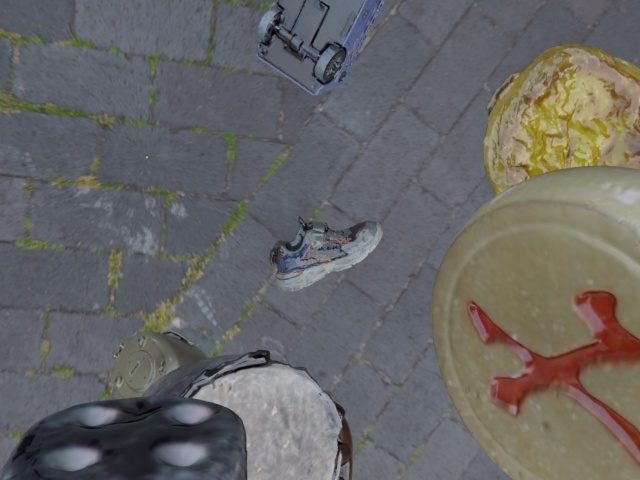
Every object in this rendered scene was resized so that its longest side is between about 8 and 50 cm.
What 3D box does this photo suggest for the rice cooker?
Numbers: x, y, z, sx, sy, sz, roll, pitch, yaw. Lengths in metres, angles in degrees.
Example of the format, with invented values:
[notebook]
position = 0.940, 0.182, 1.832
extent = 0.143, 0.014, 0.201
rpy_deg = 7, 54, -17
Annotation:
[rice cooker]
position = -0.256, 0.226, 1.178
extent = 0.127, 0.206, 0.145
rpy_deg = 34, 85, -45

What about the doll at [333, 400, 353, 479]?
[doll]
position = -0.032, 0.454, 1.280
extent = 0.209, 0.318, 0.339
rpy_deg = 5, 65, -20

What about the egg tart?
[egg tart]
position = 0.400, -0.142, 1.151
extent = 0.342, 0.129, 0.340
rpy_deg = 0, 91, -13

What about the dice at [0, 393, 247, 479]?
[dice]
position = -0.147, 0.235, 0.571
extent = 0.183, 0.183, 0.181
rpy_deg = -2, 100, -6

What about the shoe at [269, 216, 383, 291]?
[shoe]
position = 0.000, 0.000, 1.350
extent = 0.228, 0.099, 0.125
rpy_deg = -28, 102, 0

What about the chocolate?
[chocolate]
position = -0.143, 0.288, 1.009
extent = 0.303, 0.213, 0.303
rpy_deg = -3, 96, -33

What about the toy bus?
[toy bus]
position = 0.032, -0.354, 0.981
extent = 0.126, 0.133, 0.292
rpy_deg = 36, 118, 14

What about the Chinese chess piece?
[Chinese chess piece]
position = 0.263, 0.096, 0.683
extent = 0.141, 0.338, 0.337
rpy_deg = -19, 102, -36
